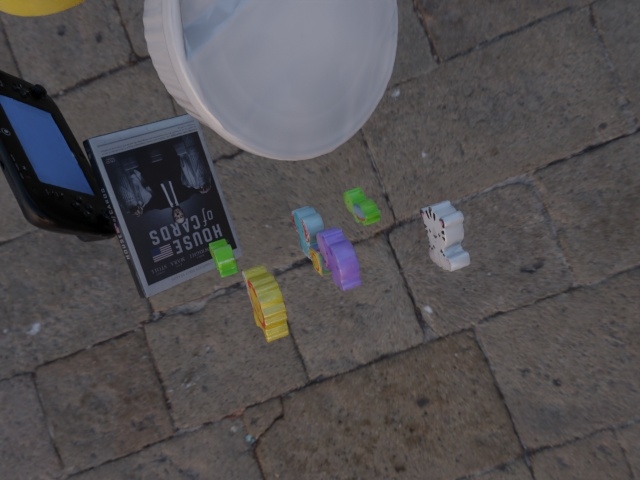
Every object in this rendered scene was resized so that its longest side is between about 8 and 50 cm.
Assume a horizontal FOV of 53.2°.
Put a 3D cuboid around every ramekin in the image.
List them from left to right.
[{"bbox_3d":[-0.057,-0.226,0.670,0.127,0.273,0.272,21,90,50],"label":"ramekin"}]

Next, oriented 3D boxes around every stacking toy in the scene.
[{"bbox_3d":[0.000,0.000,0.546,0.167,0.221,0.052,-19,109,-15],"label":"stacking toy"}]

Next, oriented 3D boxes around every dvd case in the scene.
[{"bbox_3d":[-0.228,-0.057,0.958,0.179,0.030,0.238,-25,101,-37],"label":"dvd case"}]

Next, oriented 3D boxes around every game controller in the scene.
[{"bbox_3d":[-0.409,-0.131,0.932,0.067,0.166,0.319,-38,69,7],"label":"game controller"}]

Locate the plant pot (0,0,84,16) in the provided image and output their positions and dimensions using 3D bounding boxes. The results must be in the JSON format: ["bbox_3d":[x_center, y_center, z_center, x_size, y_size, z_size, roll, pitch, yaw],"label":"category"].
[{"bbox_3d":[-0.508,-0.557,1.083,0.254,0.239,0.254,-3,59,5],"label":"plant pot"}]
